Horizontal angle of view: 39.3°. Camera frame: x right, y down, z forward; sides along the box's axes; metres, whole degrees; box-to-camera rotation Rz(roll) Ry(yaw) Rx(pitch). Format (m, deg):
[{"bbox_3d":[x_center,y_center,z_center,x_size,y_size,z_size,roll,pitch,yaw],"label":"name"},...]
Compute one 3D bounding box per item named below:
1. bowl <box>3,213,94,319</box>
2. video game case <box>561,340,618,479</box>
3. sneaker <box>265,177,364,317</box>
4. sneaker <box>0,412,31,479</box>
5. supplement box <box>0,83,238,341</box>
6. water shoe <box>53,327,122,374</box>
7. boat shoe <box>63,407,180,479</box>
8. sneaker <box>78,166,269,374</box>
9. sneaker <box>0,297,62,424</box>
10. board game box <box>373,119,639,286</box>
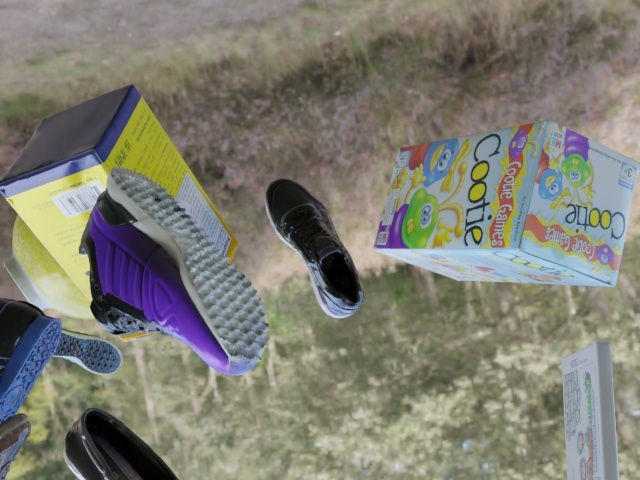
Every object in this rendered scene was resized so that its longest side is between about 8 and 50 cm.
[{"bbox_3d":[-0.499,0.048,1.696,0.156,0.290,0.289,-35,-179,-16],"label":"bowl"},{"bbox_3d":[0.292,0.198,0.980,0.019,0.157,0.143,1,165,0],"label":"video game case"},{"bbox_3d":[0.000,0.000,1.610,0.107,0.283,0.124,-31,174,-12],"label":"sneaker"},{"bbox_3d":[-0.354,0.259,0.901,0.188,0.071,0.066,-45,-174,-25],"label":"sneaker"},{"bbox_3d":[-0.317,-0.037,1.475,0.195,0.357,0.194,-16,-146,22],"label":"supplement box"},{"bbox_3d":[-0.504,0.215,1.859,0.203,0.073,0.080,31,177,-39],"label":"water shoe"},{"bbox_3d":[-0.275,0.396,1.412,0.112,0.335,0.096,-33,155,-51],"label":"boat shoe"},{"bbox_3d":[-0.173,0.061,0.971,0.146,0.293,0.102,-51,146,15],"label":"sneaker"},{"bbox_3d":[-0.387,0.167,1.000,0.090,0.232,0.081,21,147,12],"label":"sneaker"},{"bbox_3d":[0.206,-0.035,1.043,0.144,0.142,0.275,19,171,-27],"label":"board game box"}]
